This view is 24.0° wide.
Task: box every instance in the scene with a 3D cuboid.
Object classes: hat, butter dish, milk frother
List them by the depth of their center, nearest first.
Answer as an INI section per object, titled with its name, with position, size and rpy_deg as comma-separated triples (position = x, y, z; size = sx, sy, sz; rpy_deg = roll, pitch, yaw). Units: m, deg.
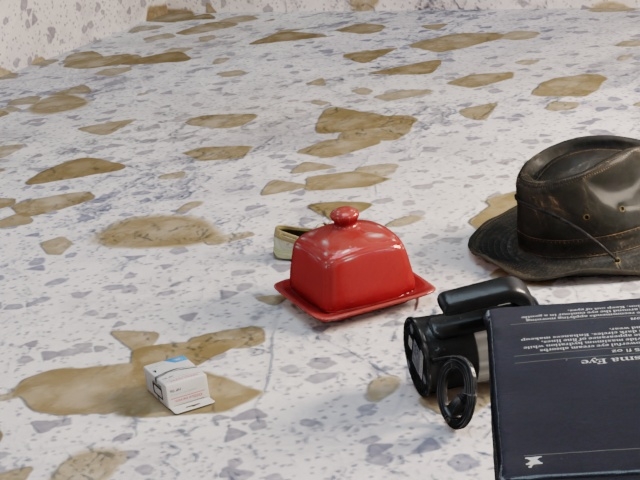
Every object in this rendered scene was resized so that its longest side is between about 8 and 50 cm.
[milk frother]
position = 0.169, 0.122, 1.512
size = 0.134, 0.129, 0.143
rpy_deg = -11, 62, -11
[butter dish]
position = 0.034, 0.017, 1.798
size = 0.160, 0.118, 0.160
rpy_deg = -14, 19, -21
[hat]
position = 0.347, -0.059, 1.898
size = 0.331, 0.134, 0.331
rpy_deg = -6, 18, 2

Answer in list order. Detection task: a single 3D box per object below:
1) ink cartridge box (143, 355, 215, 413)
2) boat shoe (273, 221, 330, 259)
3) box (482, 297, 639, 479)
[ink cartridge box]
position = -0.150, 0.153, 1.599
size = 0.048, 0.028, 0.083
rpy_deg = -15, 21, -24
[boat shoe]
position = 0.000, 0.000, 1.971
size = 0.135, 0.045, 0.050
rpy_deg = -1, 20, 16
[box]
position = 0.303, 0.177, 1.147
size = 0.343, 0.179, 0.312
rpy_deg = -4, 18, 7
